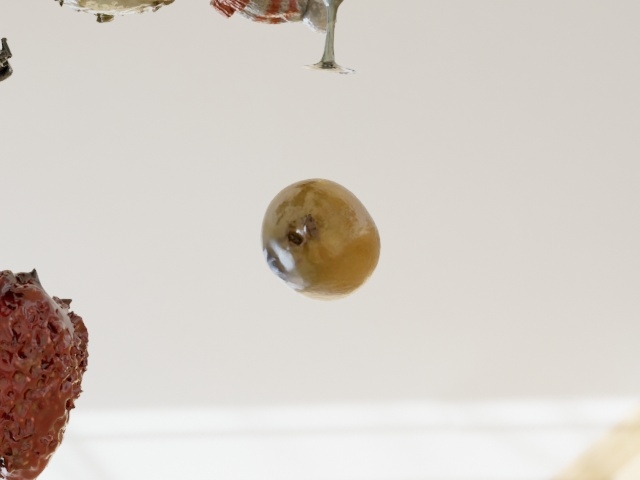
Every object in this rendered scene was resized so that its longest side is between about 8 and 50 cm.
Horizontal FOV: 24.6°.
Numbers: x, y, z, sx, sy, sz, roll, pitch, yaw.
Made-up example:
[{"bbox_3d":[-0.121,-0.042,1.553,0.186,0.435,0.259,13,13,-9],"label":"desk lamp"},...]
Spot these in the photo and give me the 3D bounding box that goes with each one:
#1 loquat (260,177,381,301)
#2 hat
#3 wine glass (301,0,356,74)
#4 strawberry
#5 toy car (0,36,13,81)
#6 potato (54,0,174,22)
[{"bbox_3d":[0.000,0.000,1.751,0.137,0.163,0.163,-53,13,5],"label":"loquat"},{"bbox_3d":[-0.054,-0.327,1.977,0.112,0.162,0.093,-65,19,2],"label":"hat"},{"bbox_3d":[0.018,-0.287,1.628,0.066,0.066,0.198,-173,88,-72],"label":"wine glass"},{"bbox_3d":[-0.296,0.128,1.367,0.184,0.202,0.187,-3,-21,-46],"label":"strawberry"},{"bbox_3d":[-0.447,-0.201,1.657,0.191,0.100,0.097,-26,-17,-4],"label":"toy car"},{"bbox_3d":[-0.201,-0.389,1.671,0.219,0.270,0.359,2,12,39],"label":"potato"}]
